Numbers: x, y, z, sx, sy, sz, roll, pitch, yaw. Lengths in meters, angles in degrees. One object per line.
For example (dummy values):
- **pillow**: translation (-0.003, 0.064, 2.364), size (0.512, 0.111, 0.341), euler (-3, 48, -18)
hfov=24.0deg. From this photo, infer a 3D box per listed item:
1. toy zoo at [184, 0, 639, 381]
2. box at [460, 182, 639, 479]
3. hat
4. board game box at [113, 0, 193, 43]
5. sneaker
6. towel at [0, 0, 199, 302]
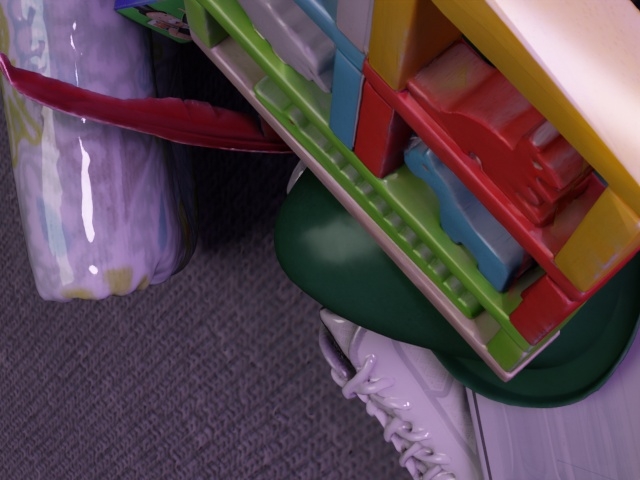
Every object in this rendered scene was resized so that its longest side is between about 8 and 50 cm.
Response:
- **toy zoo**: translation (0.022, -0.059, 0.458), size (0.192, 0.030, 0.293), euler (48, 169, 9)
- **box**: translation (0.145, 0.055, 0.671), size (0.169, 0.087, 0.290), euler (-11, 90, 57)
- **hat**: translation (0.000, 0.000, 0.622), size (0.208, 0.183, 0.173), euler (10, 107, 56)
- **board game box**: translation (0.020, -0.248, 0.670), size (0.213, 0.046, 0.317), euler (4, 74, 56)
- **sneaker**: translation (0.060, 0.074, 0.784), size (0.110, 0.118, 0.292), euler (-18, 86, 56)
- **towel**: translation (-0.131, -0.130, 0.899), size (0.374, 0.090, 0.321), euler (179, 82, -88)
